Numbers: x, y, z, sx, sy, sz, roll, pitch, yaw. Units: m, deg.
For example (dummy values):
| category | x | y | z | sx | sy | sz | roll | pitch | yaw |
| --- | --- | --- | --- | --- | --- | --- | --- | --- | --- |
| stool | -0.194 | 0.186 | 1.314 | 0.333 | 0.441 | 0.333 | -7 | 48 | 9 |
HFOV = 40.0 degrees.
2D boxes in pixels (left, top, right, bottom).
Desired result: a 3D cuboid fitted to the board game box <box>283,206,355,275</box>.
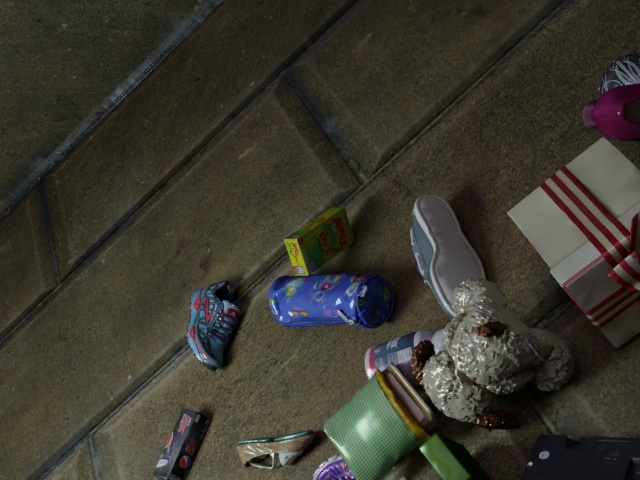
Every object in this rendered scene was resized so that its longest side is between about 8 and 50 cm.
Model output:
| category | x | y | z | sx | sy | sz | roll | pitch | yaw |
| --- | --- | --- | --- | --- | --- | --- | --- | --- | --- |
| board game box | 0.000 | 0.000 | 2.035 | 0.043 | 0.092 | 0.181 | -1 | 25 | 43 |

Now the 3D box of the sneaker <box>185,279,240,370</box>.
| category | x | y | z | sx | sy | sz | roll | pitch | yaw |
| --- | --- | --- | --- | --- | --- | --- | --- | --- | --- |
| sneaker | -0.260 | 0.199 | 2.180 | 0.125 | 0.104 | 0.262 | -29 | 44 | 20 |

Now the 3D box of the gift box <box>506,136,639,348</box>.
| category | x | y | z | sx | sy | sz | roll | pitch | yaw |
| --- | --- | --- | --- | --- | --- | --- | --- | --- | --- |
| gift box | 0.516 | -0.005 | 1.504 | 0.276 | 0.255 | 0.258 | -43 | 38 | 15 |

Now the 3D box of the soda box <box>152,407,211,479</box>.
| category | x | y | z | sx | sy | sz | roll | pitch | yaw |
| --- | --- | --- | --- | --- | --- | --- | --- | --- | --- |
| soda box | -0.322 | 0.482 | 2.053 | 0.060 | 0.053 | 0.169 | 3 | 61 | 44 |

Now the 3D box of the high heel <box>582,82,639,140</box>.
| category | x | y | z | sx | sy | sz | roll | pitch | yaw |
| --- | --- | --- | --- | --- | --- | --- | --- | --- | --- |
| high heel | 0.658 | -0.228 | 1.520 | 0.377 | 0.127 | 0.181 | -10 | 8 | 1 |

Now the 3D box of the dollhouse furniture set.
| category | x | y | z | sx | sy | sz | roll | pitch | yaw |
| --- | --- | --- | --- | --- | --- | --- | --- | --- | --- |
| dollhouse furniture set | 0.125 | 0.374 | 1.573 | 0.197 | 0.151 | 0.301 | -44 | 60 | 7 |

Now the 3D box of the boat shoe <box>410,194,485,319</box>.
| category | x | y | z | sx | sy | sz | roll | pitch | yaw |
| --- | --- | --- | --- | --- | --- | --- | --- | --- | --- |
| boat shoe | 0.260 | 0.049 | 1.847 | 0.099 | 0.116 | 0.320 | 107 | 156 | -48 |

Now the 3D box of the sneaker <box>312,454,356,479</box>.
| category | x | y | z | sx | sy | sz | roll | pitch | yaw |
| --- | --- | --- | --- | --- | --- | --- | --- | --- | --- |
| sneaker | 0.058 | 0.452 | 1.716 | 0.170 | 0.068 | 0.071 | -35 | 47 | 16 |

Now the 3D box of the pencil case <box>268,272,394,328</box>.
| category | x | y | z | sx | sy | sz | roll | pitch | yaw |
| --- | --- | --- | --- | --- | --- | --- | --- | --- | --- |
| pencil case | 0.017 | 0.138 | 1.955 | 0.306 | 0.119 | 0.133 | -3 | 35 | 43 |

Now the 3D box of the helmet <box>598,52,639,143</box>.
| category | x | y | z | sx | sy | sz | roll | pitch | yaw |
| --- | --- | --- | --- | --- | --- | --- | --- | --- | --- |
| helmet | 0.620 | -0.275 | 1.688 | 0.169 | 0.161 | 0.169 | -24 | 46 | 27 |

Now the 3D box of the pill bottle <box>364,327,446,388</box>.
| category | x | y | z | sx | sy | sz | roll | pitch | yaw |
| --- | --- | --- | --- | --- | --- | --- | --- | --- | --- |
| pill bottle | 0.189 | 0.235 | 1.730 | 0.180 | 0.108 | 0.108 | -23 | 46 | 27 |

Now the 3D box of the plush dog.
| category | x | y | z | sx | sy | sz | roll | pitch | yaw |
| --- | --- | --- | --- | --- | --- | --- | --- | --- | --- |
| plush dog | 0.280 | 0.223 | 1.559 | 0.262 | 0.210 | 0.225 | 40 | 114 | 22 |

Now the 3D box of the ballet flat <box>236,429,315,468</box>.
| category | x | y | z | sx | sy | sz | roll | pitch | yaw |
| --- | --- | --- | --- | --- | --- | --- | --- | --- | --- |
| ballet flat | -0.090 | 0.448 | 1.868 | 0.206 | 0.073 | 0.067 | -18 | 76 | 36 |

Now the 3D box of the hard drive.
| category | x | y | z | sx | sy | sz | roll | pitch | yaw |
| --- | --- | --- | --- | --- | --- | --- | --- | --- | --- |
| hard drive | 0.395 | 0.439 | 1.321 | 0.236 | 0.064 | 0.339 | -9 | 30 | 38 |
